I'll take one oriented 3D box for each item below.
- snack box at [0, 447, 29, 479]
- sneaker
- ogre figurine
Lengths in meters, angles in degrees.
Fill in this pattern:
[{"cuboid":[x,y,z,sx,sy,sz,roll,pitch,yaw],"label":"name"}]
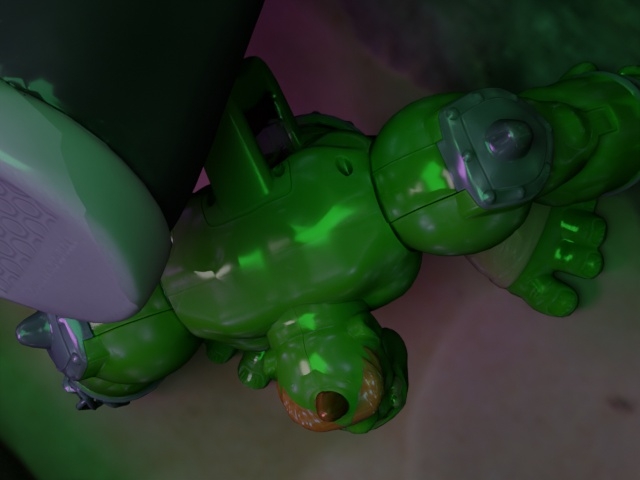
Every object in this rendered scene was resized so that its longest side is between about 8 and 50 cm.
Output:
[{"cuboid":[-0.164,0.134,0.590,0.322,0.060,0.187,47,105,12],"label":"snack box"},{"cuboid":[-0.132,-0.099,0.464,0.295,0.104,0.147,23,64,18],"label":"sneaker"},{"cuboid":[0.000,0.000,0.505,0.197,0.118,0.097,-2,90,18],"label":"ogre figurine"}]
